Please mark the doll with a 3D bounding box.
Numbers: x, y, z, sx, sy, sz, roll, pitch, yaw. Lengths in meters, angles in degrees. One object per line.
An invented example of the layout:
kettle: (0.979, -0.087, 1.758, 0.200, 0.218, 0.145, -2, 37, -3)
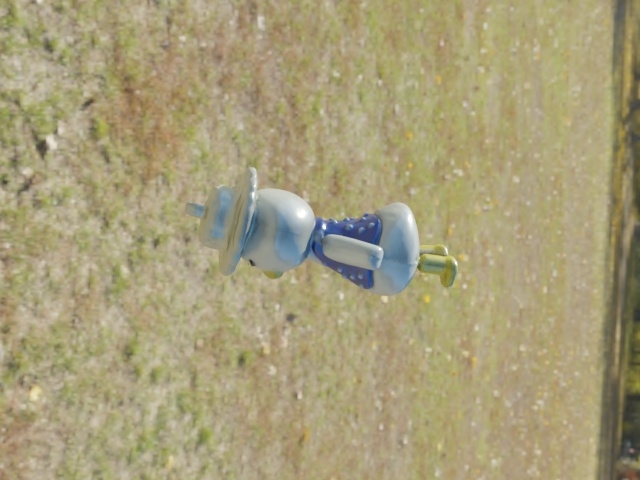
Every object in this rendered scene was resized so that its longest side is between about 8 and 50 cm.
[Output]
doll: (0.000, 0.000, 0.951, 0.138, 0.293, 0.119, -129, -127, -75)
